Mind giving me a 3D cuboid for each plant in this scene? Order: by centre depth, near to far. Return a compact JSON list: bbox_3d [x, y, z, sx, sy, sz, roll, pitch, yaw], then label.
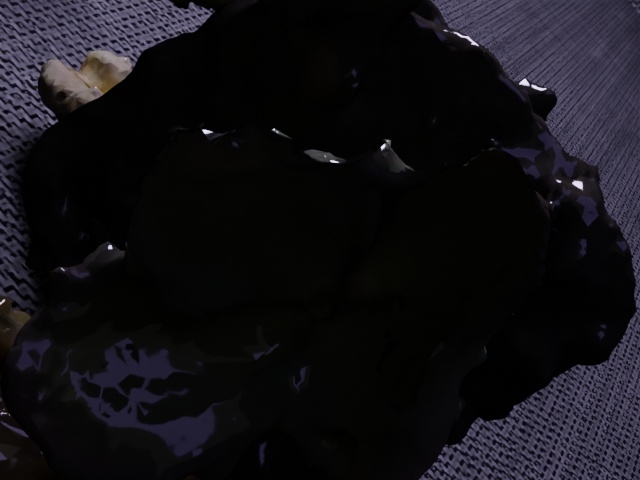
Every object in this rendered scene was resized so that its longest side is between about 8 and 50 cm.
[{"bbox_3d":[0.000,0.000,0.452,0.131,0.142,0.203,57,4,-7],"label":"plant"}]

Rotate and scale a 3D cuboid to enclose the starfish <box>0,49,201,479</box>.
[{"bbox_3d":[-0.093,0.036,0.481,0.324,0.082,0.432,28,27,-47],"label":"starfish"}]

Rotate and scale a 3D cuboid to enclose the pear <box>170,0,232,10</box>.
[{"bbox_3d":[-0.141,-0.182,0.537,0.292,0.159,0.292,17,2,-1],"label":"pear"}]
